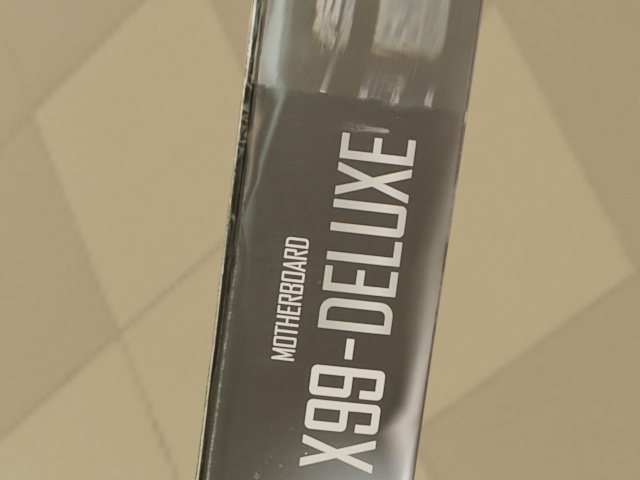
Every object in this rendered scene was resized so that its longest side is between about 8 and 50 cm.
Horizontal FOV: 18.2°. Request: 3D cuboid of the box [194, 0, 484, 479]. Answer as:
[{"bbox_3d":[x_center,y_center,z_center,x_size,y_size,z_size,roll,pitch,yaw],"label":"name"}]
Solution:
[{"bbox_3d":[0.000,0.000,0.788,0.076,0.307,0.242,7,100,-2],"label":"box"}]
